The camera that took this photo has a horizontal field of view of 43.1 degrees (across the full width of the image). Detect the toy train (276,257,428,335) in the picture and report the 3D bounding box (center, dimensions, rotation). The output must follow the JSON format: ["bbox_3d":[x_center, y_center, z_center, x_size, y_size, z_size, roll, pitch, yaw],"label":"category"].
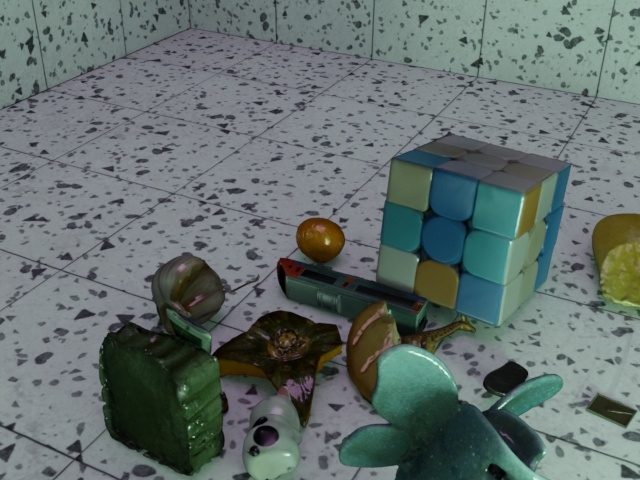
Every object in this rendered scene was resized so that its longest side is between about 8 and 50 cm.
[{"bbox_3d":[0.061,0.137,1.983,0.409,0.086,0.089,15,36,22],"label":"toy train"}]

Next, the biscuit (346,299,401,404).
[{"bbox_3d":[0.128,0.254,1.776,0.154,0.045,0.299,-32,36,2],"label":"biscuit"}]

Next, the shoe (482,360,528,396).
[{"bbox_3d":[0.395,0.312,1.740,0.071,0.049,0.179,32,23,23],"label":"shoe"}]

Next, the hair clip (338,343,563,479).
[{"bbox_3d":[0.226,0.380,1.347,0.392,0.318,0.238,16,37,-31],"label":"hair clip"}]

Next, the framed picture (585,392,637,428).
[{"bbox_3d":[0.612,0.357,1.701,0.089,0.007,0.066,22,37,31],"label":"framed picture"}]

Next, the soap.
[{"bbox_3d":[0.875,0.041,2.130,0.306,0.115,0.427,4,31,12],"label":"soap"}]

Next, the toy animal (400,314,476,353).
[{"bbox_3d":[0.253,0.242,1.847,0.149,0.054,0.275,17,33,21],"label":"toy animal"}]

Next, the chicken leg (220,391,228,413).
[{"bbox_3d":[-0.209,0.346,1.694,0.036,0.021,0.083,7,34,-9],"label":"chicken leg"}]

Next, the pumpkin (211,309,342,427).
[{"bbox_3d":[-0.073,0.255,1.775,0.290,0.095,0.258,18,39,33],"label":"pumpkin"}]

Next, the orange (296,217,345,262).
[{"bbox_3d":[0.000,-0.001,2.179,0.135,0.135,0.117,0,64,0],"label":"orange"}]

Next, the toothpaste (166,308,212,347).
[{"bbox_3d":[-0.257,0.199,1.646,0.098,0.392,0.061,31,73,3],"label":"toothpaste"}]

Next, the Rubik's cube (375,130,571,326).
[{"bbox_3d":[0.377,-0.042,2.000,0.346,0.344,0.347,19,27,30],"label":"Rubik's cube"}]

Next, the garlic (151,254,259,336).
[{"bbox_3d":[-0.279,0.142,1.900,0.256,0.207,0.207,4,31,9],"label":"garlic"}]

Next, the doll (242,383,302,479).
[{"bbox_3d":[-0.091,0.377,1.560,0.110,0.107,0.181,-32,18,18],"label":"doll"}]

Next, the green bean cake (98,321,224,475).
[{"bbox_3d":[-0.304,0.295,1.556,0.241,0.255,0.132,17,32,33],"label":"green bean cake"}]
